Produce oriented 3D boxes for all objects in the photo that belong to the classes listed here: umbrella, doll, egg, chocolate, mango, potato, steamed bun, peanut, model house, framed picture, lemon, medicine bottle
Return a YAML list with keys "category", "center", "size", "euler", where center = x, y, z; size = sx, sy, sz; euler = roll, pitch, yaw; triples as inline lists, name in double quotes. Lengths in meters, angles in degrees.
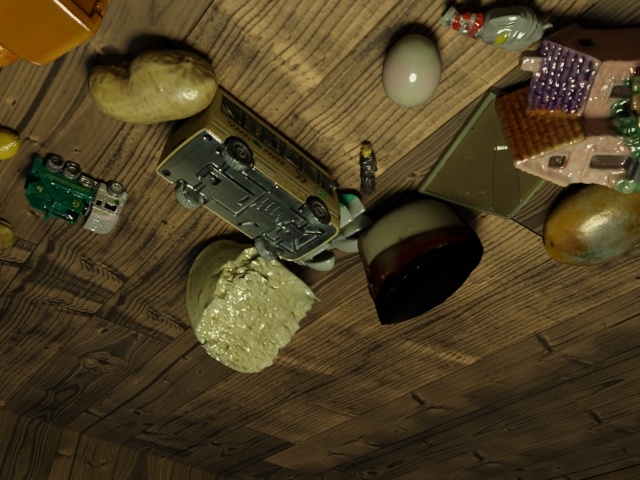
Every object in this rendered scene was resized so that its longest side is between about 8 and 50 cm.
- category: "umbrella"
  center: [0.099, -0.146, 1.535]
  size: [0.040, 0.037, 0.144]
  euler: [13, 148, 14]
- category: "doll"
  center: [0.289, -0.353, 1.206]
  size: [0.180, 0.079, 0.094]
  euler: [9, 172, 7]
- category: "egg"
  center: [0.158, -0.292, 1.272]
  size: [0.103, 0.103, 0.135]
  euler: [7, 141, -2]
- category: "chocolate"
  center: [0.196, 0.030, 1.605]
  size: [0.283, 0.186, 0.284]
  euler: [-27, 151, -17]
- category: "mango"
  center: [0.604, -0.052, 1.506]
  size: [0.316, 0.146, 0.192]
  euler: [-28, 140, 28]
- category: "potato"
  center: [-0.834, -0.028, 1.792]
  size: [0.170, 0.080, 0.107]
  euler: [23, 148, -18]
- category: "steamed bun"
  center: [-0.200, 0.166, 1.775]
  size: [0.273, 0.272, 0.290]
  euler: [16, 150, 44]
- category: "peanut"
  center: [-0.311, -0.283, 1.344]
  size: [0.253, 0.122, 0.137]
  euler: [-7, 133, 24]
- category: "doll"
  center: [0.014, -0.012, 1.666]
  size: [0.153, 0.195, 0.258]
  euler: [54, 160, -6]
- category: "model house"
  center: [0.434, -0.217, 1.235]
  size: [0.237, 0.202, 0.237]
  euler: [1, 141, 0]
- category: "framed picture"
  center: [0.368, -0.163, 1.489]
  size: [0.231, 0.024, 0.315]
  euler: [16, 142, -13]
- category: "lemon"
  center: [-0.673, -0.202, 1.546]
  size: [0.092, 0.065, 0.065]
  euler: [-14, 140, 11]
- category: "medicine bottle"
  center: [-0.487, -0.382, 1.234]
  size: [0.222, 0.112, 0.149]
  euler: [-18, 138, 29]

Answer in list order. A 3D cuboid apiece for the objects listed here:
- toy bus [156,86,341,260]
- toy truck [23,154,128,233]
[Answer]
- category: "toy bus"
  center: [-0.128, -0.124, 1.464]
  size: [0.177, 0.202, 0.365]
  euler: [-32, 127, 32]
- category: "toy truck"
  center: [-0.550, -0.091, 1.635]
  size: [0.215, 0.116, 0.110]
  euler: [24, 140, -23]
